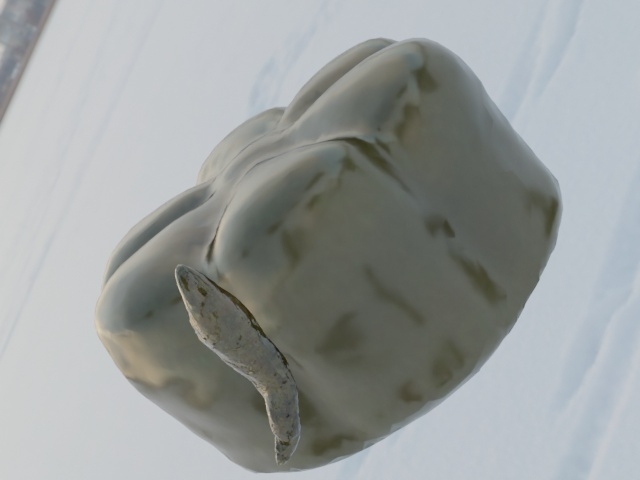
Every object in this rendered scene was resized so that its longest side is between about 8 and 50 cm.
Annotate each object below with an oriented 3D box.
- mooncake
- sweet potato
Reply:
[{"bbox_3d":[0.000,0.000,1.038,0.467,0.262,0.467,-38,18,14],"label":"mooncake"},{"bbox_3d":[-0.048,0.076,0.664,0.041,0.153,0.038,-32,15,-6],"label":"sweet potato"}]
